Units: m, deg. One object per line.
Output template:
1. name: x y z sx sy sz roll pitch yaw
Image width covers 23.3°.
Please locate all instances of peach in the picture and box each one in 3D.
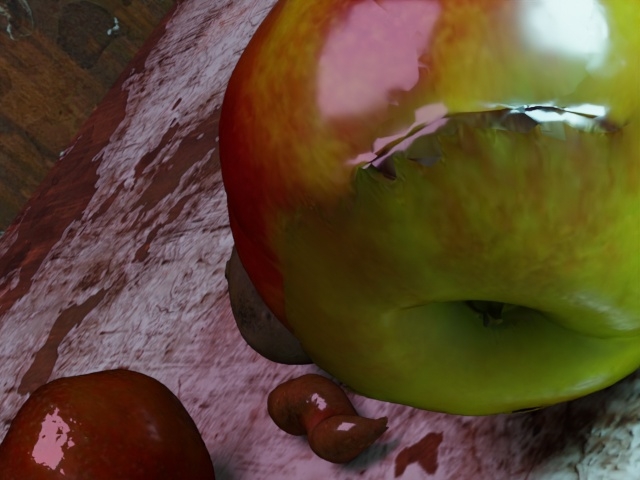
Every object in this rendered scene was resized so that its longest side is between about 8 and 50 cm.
1. peach: 0.105 -0.072 1.017 0.370 0.370 0.370 -41 22 20

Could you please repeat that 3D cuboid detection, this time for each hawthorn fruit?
1. hawthorn fruit: -0.176 0.222 1.349 0.196 0.196 0.225 -50 50 -2

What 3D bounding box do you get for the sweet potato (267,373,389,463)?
1. sweet potato: -0.004 0.142 1.279 0.055 0.058 0.202 -32 15 -15

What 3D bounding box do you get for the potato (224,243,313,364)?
1. potato: 0.000 0.000 1.390 0.165 0.165 0.262 -23 29 50
